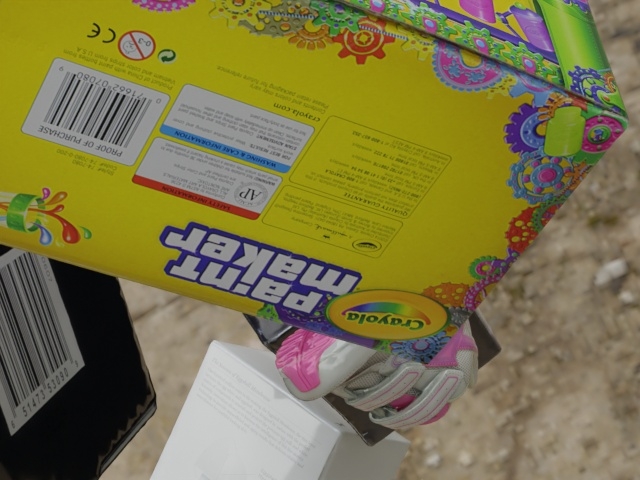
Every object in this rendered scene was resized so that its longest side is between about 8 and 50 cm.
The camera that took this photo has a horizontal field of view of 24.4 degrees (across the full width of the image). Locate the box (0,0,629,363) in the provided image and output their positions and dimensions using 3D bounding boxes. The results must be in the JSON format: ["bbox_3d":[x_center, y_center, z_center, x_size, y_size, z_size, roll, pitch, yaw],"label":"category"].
[{"bbox_3d":[-0.046,-0.130,0.704,0.177,0.290,0.279,-55,27,37],"label":"box"}]

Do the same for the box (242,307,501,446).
[{"bbox_3d":[0.000,0.000,1.451,0.183,0.294,0.296,-36,58,1],"label":"box"}]

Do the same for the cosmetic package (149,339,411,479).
[{"bbox_3d":[-0.056,0.265,1.671,0.224,0.138,0.225,31,101,40],"label":"cosmetic package"}]

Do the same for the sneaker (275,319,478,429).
[{"bbox_3d":[0.063,0.097,1.184,0.103,0.111,0.252,-28,-8,34],"label":"sneaker"}]

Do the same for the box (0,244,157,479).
[{"bbox_3d":[-0.442,0.125,1.157,0.472,0.297,0.480,-15,11,13],"label":"box"}]
